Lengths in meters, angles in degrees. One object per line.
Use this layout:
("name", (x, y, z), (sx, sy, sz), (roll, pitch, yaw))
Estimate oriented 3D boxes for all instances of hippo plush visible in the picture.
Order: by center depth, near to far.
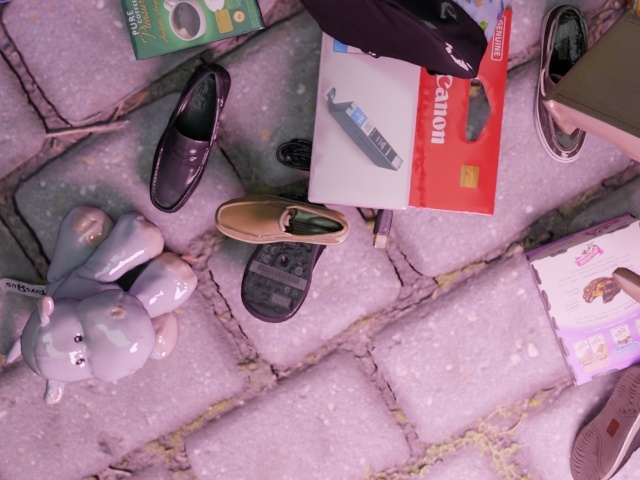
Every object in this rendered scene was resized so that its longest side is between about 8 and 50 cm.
("hippo plush", (-0.324, 0.082, 1.642), (0.294, 0.236, 0.234), (-2, 101, 2))

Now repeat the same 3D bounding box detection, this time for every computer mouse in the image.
("computer mouse", (0.000, 0.000, 1.711), (0.184, 0.060, 0.262), (15, 90, 3))

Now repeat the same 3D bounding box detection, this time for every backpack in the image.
("backpack", (0.145, -0.418, 1.481), (0.355, 0.290, 0.273), (-52, 137, -11))

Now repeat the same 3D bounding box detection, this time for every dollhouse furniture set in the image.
("dollhouse furniture set", (0.508, -0.083, 1.579), (0.362, 0.256, 0.394), (-47, 126, -3))

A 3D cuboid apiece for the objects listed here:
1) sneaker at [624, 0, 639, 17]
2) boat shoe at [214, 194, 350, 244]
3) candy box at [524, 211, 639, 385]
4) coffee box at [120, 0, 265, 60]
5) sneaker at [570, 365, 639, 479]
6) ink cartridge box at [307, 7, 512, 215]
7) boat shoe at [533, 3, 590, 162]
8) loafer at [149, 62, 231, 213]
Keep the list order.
("sneaker", (0.459, -0.345, 1.621), (0.083, 0.084, 0.215), (4, 112, 1))
("boat shoe", (-0.053, -0.030, 1.648), (0.190, 0.072, 0.068), (2, 88, 3))
("candy box", (0.401, 0.081, 1.709), (0.164, 0.070, 0.196), (-21, 100, 6))
("coffee box", (-0.179, -0.323, 1.658), (0.184, 0.040, 0.113), (-15, 100, 4))
("sneaker", (0.457, 0.278, 1.742), (0.118, 0.083, 0.222), (7, 125, -32))
("ink cartridge box", (0.124, -0.188, 1.642), (0.261, 0.066, 0.296), (5, 91, 1))
("boat shoe", (0.333, -0.213, 1.652), (0.077, 0.070, 0.219), (-4, 101, 2))
("loafer", (-0.186, -0.141, 1.675), (0.076, 0.078, 0.223), (22, 101, -2))
